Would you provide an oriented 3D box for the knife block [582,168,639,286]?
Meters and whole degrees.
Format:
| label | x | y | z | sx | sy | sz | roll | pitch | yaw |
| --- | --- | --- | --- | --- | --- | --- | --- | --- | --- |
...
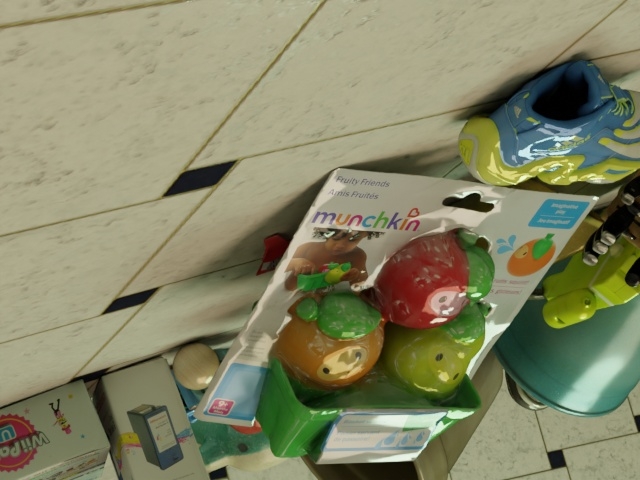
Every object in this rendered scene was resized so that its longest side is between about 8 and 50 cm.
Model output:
| label | x | y | z | sx | sy | sz | roll | pitch | yaw |
| --- | --- | --- | --- | --- | --- | --- | --- | --- | --- |
| knife block | 0.387 | -0.034 | 1.535 | 0.242 | 0.088 | 0.276 | -47 | 171 | -7 |

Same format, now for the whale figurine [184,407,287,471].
| label | x | y | z | sx | sy | sz | roll | pitch | yaw |
| --- | --- | --- | --- | --- | --- | --- | --- | --- | --- |
| whale figurine | -0.142 | 0.258 | 2.021 | 0.272 | 0.141 | 0.216 | -5 | -152 | 29 |

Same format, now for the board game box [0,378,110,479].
| label | x | y | z | sx | sy | sz | roll | pitch | yaw |
| --- | --- | --- | --- | --- | --- | --- | --- | --- | --- |
| board game box | -0.399 | 0.287 | 1.714 | 0.224 | 0.097 | 0.303 | -20 | 169 | -17 |

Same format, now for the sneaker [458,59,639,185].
| label | x | y | z | sx | sy | sz | roll | pitch | yaw |
| --- | --- | --- | --- | --- | --- | --- | --- | --- | --- |
| sneaker | 0.245 | -0.106 | 1.178 | 0.240 | 0.091 | 0.126 | -15 | 165 | -30 |

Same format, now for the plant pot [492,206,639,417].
| label | x | y | z | sx | sy | sz | roll | pitch | yaw |
| --- | --- | --- | --- | --- | --- | --- | --- | --- | --- |
| plant pot | 0.430 | 0.089 | 2.022 | 0.271 | 0.272 | 0.255 | -13 | 150 | -38 |

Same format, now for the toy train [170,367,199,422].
| label | x | y | z | sx | sy | sz | roll | pitch | yaw |
| --- | --- | --- | --- | --- | --- | --- | --- | --- | --- |
| toy train | -0.143 | 0.198 | 1.844 | 0.105 | 0.080 | 0.184 | -38 | 161 | 23 |

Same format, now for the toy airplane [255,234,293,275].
| label | x | y | z | sx | sy | sz | roll | pitch | yaw |
| --- | --- | --- | --- | --- | --- | --- | --- | --- | --- |
| toy airplane | 0.000 | 0.000 | 1.342 | 0.151 | 0.028 | 0.151 | -21 | 162 | -7 |

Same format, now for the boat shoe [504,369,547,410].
| label | x | y | z | sx | sy | sz | roll | pitch | yaw |
| --- | --- | --- | --- | --- | --- | --- | --- | --- | --- |
| boat shoe | 0.353 | 0.168 | 2.168 | 0.095 | 0.112 | 0.335 | -48 | -167 | 41 |

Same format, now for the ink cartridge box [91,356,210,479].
| label | x | y | z | sx | sy | sz | roll | pitch | yaw |
| --- | --- | --- | --- | --- | --- | --- | --- | --- | --- |
| ink cartridge box | -0.217 | 0.273 | 1.704 | 0.093 | 0.212 | 0.154 | -15 | 167 | -19 |

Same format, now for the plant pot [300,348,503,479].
| label | x | y | z | sx | sy | sz | roll | pitch | yaw |
| --- | --- | --- | --- | --- | --- | --- | --- | --- | --- |
| plant pot | 0.133 | 0.249 | 2.119 | 0.280 | 0.323 | 0.323 | -35 | 176 | -33 |

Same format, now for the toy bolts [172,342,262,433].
| label | x | y | z | sx | sy | sz | roll | pitch | yaw |
| --- | --- | --- | --- | --- | --- | --- | --- | --- | --- |
| toy bolts | -0.070 | 0.152 | 1.676 | 0.228 | 0.218 | 0.158 | -6 | 153 | 36 |

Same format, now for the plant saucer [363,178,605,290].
| label | x | y | z | sx | sy | sz | roll | pitch | yaw |
| --- | --- | --- | --- | --- | --- | --- | --- | --- | --- |
| plant saucer | 0.173 | 0.016 | 1.606 | 0.332 | 0.081 | 0.333 | -27 | 167 | 17 |

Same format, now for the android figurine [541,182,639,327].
| label | x | y | z | sx | sy | sz | roll | pitch | yaw |
| --- | --- | --- | --- | --- | --- | --- | --- | --- | --- |
| android figurine | 0.392 | 0.013 | 1.758 | 0.248 | 0.056 | 0.273 | -53 | -173 | -17 |

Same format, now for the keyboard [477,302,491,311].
| label | x | y | z | sx | sy | sz | roll | pitch | yaw |
| --- | --- | --- | --- | --- | --- | --- | --- | --- | --- |
| keyboard | 0.077 | 0.161 | 1.589 | 0.317 | 0.033 | 0.201 | -11 | 125 | -39 |

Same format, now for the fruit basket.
| label | x | y | z | sx | sy | sz | roll | pitch | yaw |
| --- | --- | --- | --- | --- | --- | --- | --- | --- | --- |
| fruit basket | 0.080 | 0.081 | 1.336 | 0.327 | 0.165 | 0.353 | 5 | 136 | -33 |

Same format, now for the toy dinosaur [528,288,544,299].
| label | x | y | z | sx | sy | sz | roll | pitch | yaw |
| --- | --- | --- | --- | --- | --- | --- | --- | --- | --- |
| toy dinosaur | 0.199 | 0.070 | 1.886 | 0.313 | 0.121 | 0.160 | -22 | -179 | -28 |
